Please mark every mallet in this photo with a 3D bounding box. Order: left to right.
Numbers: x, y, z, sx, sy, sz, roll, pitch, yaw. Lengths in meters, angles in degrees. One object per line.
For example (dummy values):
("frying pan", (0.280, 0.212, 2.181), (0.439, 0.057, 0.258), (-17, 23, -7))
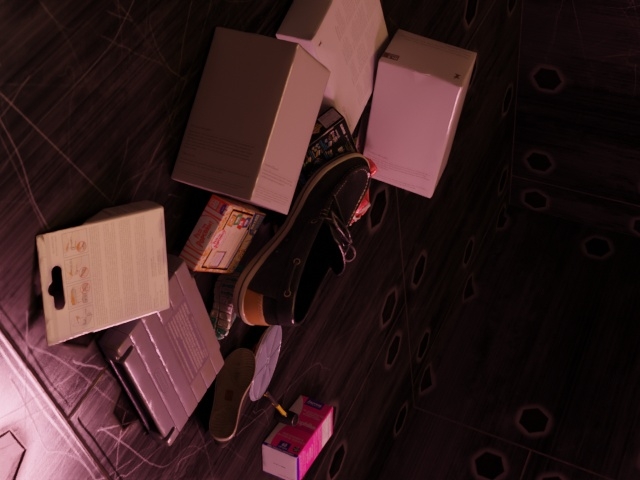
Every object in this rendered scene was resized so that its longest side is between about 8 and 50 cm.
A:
("mallet", (-0.123, 0.439, 2.215), (0.189, 0.062, 0.039), (55, 53, -45))

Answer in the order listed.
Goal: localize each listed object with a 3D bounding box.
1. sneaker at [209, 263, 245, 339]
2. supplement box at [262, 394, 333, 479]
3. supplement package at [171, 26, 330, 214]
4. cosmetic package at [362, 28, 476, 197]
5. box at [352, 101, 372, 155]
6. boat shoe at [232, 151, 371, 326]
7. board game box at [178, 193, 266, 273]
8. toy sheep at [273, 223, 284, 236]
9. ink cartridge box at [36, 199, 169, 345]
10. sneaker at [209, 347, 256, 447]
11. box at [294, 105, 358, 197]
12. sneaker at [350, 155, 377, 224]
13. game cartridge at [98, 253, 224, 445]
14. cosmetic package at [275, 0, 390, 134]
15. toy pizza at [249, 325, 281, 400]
("sneaker", (-0.201, 0.130, 1.794), (0.076, 0.065, 0.166), (44, 67, -83))
("supplement box", (-0.061, 0.554, 2.328), (0.220, 0.111, 0.114), (-46, 145, -50))
("supplement package", (-0.125, -0.219, 1.551), (0.175, 0.177, 0.293), (17, 90, -68))
("cosmetic package", (0.241, -0.316, 2.117), (0.385, 0.217, 0.156), (101, 14, -48))
("box", (0.103, -0.271, 2.235), (0.114, 0.036, 0.207), (-12, 116, -65))
("boat shoe", (0.000, 0.000, 1.835), (0.500, 0.156, 0.187), (-54, 146, -33))
("board game box", (-0.192, -0.008, 1.652), (0.147, 0.045, 0.193), (-61, 163, 4))
("toy sheep", (-0.070, -0.004, 1.960), (0.132, 0.091, 0.091), (-26, 130, -43))
("ink cartridge box", (-0.357, 0.048, 1.357), (0.232, 0.066, 0.189), (-15, 113, -39))
("sneaker", (-0.210, 0.362, 1.917), (0.118, 0.083, 0.222), (111, -3, -63))
("box", (0.000, -0.186, 1.934), (0.175, 0.051, 0.220), (-39, 151, -5))
("sneaker", (0.053, -0.080, 2.119), (0.116, 0.136, 0.314), (21, 86, -67))
("game cartridge", (-0.296, 0.216, 1.614), (0.355, 0.068, 0.230), (80, 31, -48))
("cosmetic package", (0.043, -0.449, 1.890), (0.377, 0.097, 0.284), (63, 46, -60))
("toy pizza", (-0.143, 0.293, 2.039), (0.201, 0.032, 0.201), (15, 90, -78))
